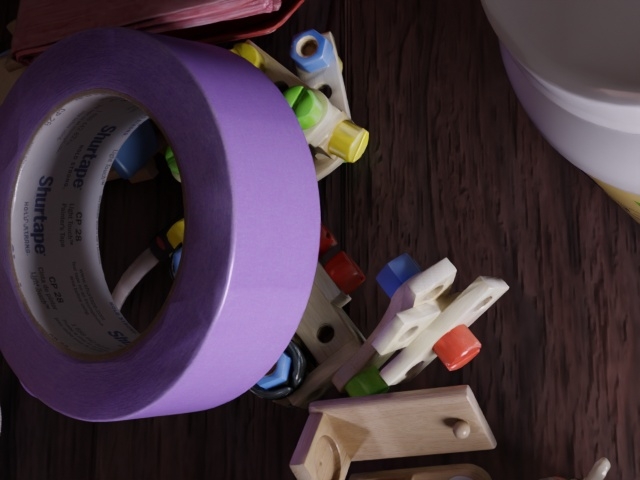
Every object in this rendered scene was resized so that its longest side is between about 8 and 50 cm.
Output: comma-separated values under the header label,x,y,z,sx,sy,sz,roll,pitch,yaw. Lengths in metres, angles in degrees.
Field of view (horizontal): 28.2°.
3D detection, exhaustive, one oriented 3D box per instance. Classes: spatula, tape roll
label,x,y,z,sx,sy,sz,roll,pitch,yaw
spatula,-0.155,0.029,1.105,0.296,0.030,0.084,-41,60,14
tape roll,-0.132,-0.011,0.914,0.275,0.090,0.275,-1,89,38

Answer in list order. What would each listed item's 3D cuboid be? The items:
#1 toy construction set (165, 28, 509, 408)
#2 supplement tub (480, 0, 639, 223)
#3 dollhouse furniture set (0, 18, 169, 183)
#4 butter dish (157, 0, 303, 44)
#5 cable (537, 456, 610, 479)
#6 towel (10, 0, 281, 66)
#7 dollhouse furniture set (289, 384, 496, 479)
label,x,y,z,sx,sy,sz,roll,pitch,yaw
toy construction set,0.000,0.000,0.961,0.215,0.151,0.328,-39,55,4
supplement tub,0.245,-0.115,0.728,0.241,0.331,0.241,-10,71,29
dollhouse furniture set,-0.270,-0.190,1.172,0.286,0.303,0.198,-10,34,48
butter dish,-0.079,-0.239,1.054,0.160,0.118,0.160,-3,35,35
cable,0.122,0.266,0.844,0.287,0.072,0.139,-48,52,10
towel,-0.124,-0.301,0.997,0.237,0.037,0.329,-7,67,28
dollhouse furniture set,0.054,0.207,0.859,0.123,0.144,0.151,-11,34,28
